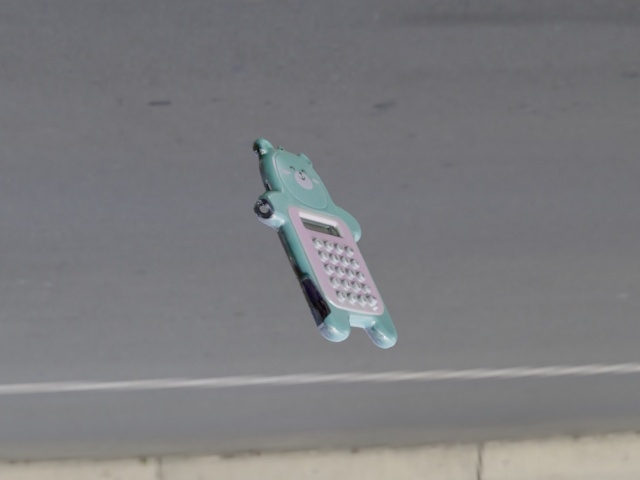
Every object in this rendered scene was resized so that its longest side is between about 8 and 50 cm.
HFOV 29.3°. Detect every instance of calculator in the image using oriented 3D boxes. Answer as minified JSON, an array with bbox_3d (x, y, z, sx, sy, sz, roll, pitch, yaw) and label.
[{"bbox_3d":[0.000,0.000,0.723,0.019,0.141,0.094,-38,151,27],"label":"calculator"}]
